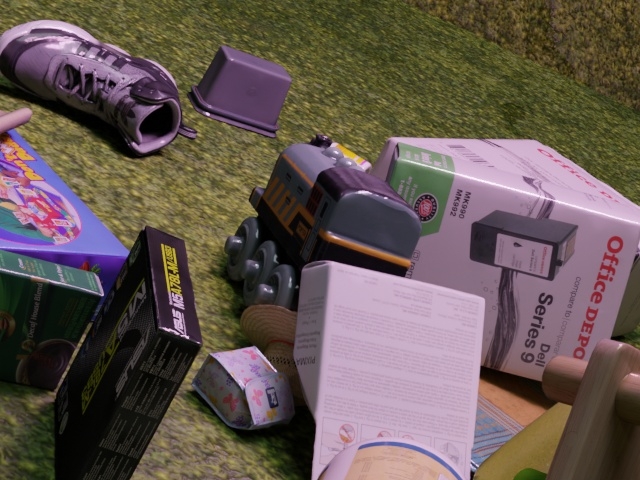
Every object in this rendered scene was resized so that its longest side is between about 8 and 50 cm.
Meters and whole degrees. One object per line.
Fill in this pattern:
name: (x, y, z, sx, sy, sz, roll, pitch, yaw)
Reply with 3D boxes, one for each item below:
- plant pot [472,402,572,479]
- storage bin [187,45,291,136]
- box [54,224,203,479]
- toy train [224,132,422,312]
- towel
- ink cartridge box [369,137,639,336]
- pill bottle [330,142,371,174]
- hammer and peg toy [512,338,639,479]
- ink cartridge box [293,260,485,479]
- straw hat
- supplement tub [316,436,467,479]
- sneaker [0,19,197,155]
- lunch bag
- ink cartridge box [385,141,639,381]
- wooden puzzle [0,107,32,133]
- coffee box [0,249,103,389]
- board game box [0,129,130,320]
plant pot: (0.334, 0.204, 1.451, 0.275, 0.293, 0.274, 29, 27, -17)
storage bin: (-0.111, -0.223, 2.312, 0.135, 0.091, 0.098, 18, 22, -26)
box: (-0.160, 0.108, 1.290, 0.045, 0.190, 0.184, 23, 21, -17)
toy train: (0.000, 0.000, 1.714, 0.142, 0.190, 0.334, 20, 11, -19)
towel: (0.221, 0.214, 1.733, 0.271, 0.040, 0.370, 39, 22, 29)
ink cartridge box: (0.264, 0.001, 2.117, 0.285, 0.166, 0.395, 39, 24, 28)
pill bottle: (0.028, -0.112, 2.280, 0.083, 0.043, 0.043, 33, 21, 14)
hammer and peg toy: (0.230, 0.280, 1.215, 0.266, 0.361, 0.127, 27, -9, -41)
ink cartridge box: (0.062, 0.149, 1.522, 0.189, 0.232, 0.066, 14, -12, -31)
straw hat: (-0.027, 0.130, 1.581, 0.144, 0.144, 0.061, 28, 59, 1)
supplement tub: (0.046, 0.255, 1.253, 0.144, 0.144, 0.199, 28, 20, 3)
sneaker: (-0.276, -0.190, 2.004, 0.269, 0.101, 0.153, 15, 20, -36)
lunch bag: (-0.068, 0.144, 1.521, 0.071, 0.053, 0.083, -4, 45, -52)
ink cartridge box: (0.198, 0.030, 1.811, 0.289, 0.211, 0.121, 14, 11, -1)
wooden puzzle: (-0.467, -0.187, 1.518, 0.348, 0.080, 0.322, 27, 14, 1)
coffee box: (-0.292, 0.061, 1.359, 0.184, 0.113, 0.040, 17, 25, -30)
board game box: (-0.375, -0.052, 1.578, 0.233, 0.078, 0.347, 5, 29, -46)
